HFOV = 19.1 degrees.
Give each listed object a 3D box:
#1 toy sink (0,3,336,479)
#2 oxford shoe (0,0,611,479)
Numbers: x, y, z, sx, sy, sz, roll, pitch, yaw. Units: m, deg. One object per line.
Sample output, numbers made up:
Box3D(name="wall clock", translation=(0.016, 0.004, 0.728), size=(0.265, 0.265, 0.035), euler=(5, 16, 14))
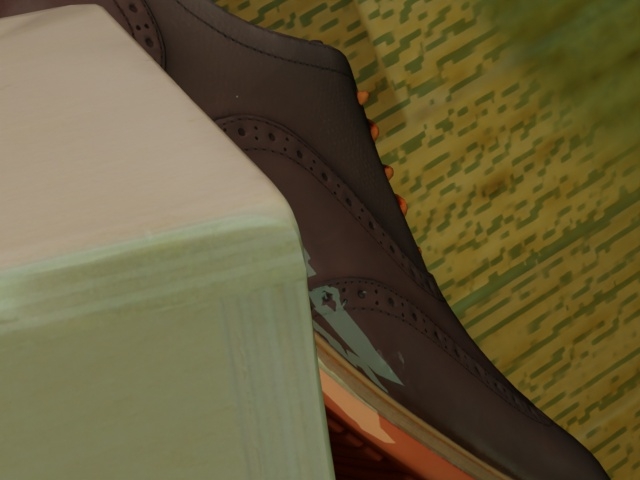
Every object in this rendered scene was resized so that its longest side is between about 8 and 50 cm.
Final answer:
Box3D(name="toy sink", translation=(-0.127, 0.053, 0.370), size=(0.234, 0.153, 0.131), euler=(-14, 113, -15))
Box3D(name="oxford shoe", translation=(0.000, 0.000, 0.531), size=(0.271, 0.097, 0.098), euler=(40, 72, -24))
